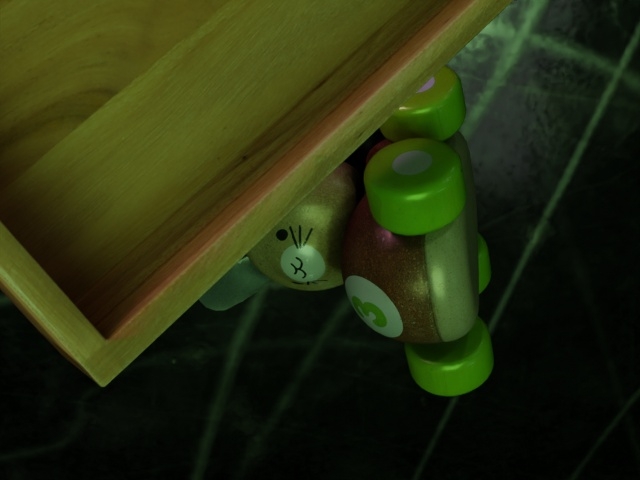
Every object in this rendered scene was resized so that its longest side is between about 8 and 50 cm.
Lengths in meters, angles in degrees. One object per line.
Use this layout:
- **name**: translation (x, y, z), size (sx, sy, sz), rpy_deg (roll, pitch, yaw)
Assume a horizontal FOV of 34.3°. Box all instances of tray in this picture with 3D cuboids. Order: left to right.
- **tray**: translation (-0.013, -0.158, 0.444), size (0.411, 0.076, 0.203), rpy_deg (-44, 117, -18)

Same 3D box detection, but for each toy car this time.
- **toy car**: translation (0.000, 0.000, 0.618), size (0.188, 0.149, 0.155), rpy_deg (-6, 130, 13)
